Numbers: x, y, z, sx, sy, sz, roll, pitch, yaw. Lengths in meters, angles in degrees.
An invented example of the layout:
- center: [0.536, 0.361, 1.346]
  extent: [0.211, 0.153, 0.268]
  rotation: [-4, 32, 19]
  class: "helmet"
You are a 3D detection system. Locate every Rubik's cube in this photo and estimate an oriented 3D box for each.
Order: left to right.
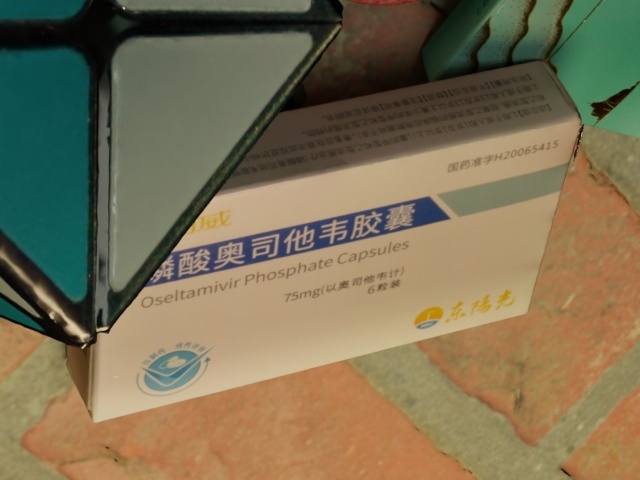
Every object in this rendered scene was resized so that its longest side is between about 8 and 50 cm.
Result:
- center: [-0.179, -0.123, 0.997]
  extent: [0.246, 0.250, 0.248]
  rotation: [-54, 126, -17]
  class: "Rubik's cube"

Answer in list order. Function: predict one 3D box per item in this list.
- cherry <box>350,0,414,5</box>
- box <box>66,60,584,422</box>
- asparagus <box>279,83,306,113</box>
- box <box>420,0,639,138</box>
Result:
- center: [0.003, -0.227, 1.171]
  extent: [0.225, 0.090, 0.107]
  rotation: [37, 113, -27]
  class: "cherry"
- center: [0.000, 0.000, 1.268]
  extent: [0.343, 0.065, 0.200]
  rotation: [-13, 138, -20]
  class: "box"
- center: [-0.049, -0.152, 1.215]
  extent: [0.036, 0.030, 0.165]
  rotation: [-27, 126, 1]
  class: "asparagus"
- center: [0.206, -0.146, 1.301]
  extent: [0.229, 0.041, 0.162]
  rotation: [11, 137, -31]
  class: "box"
